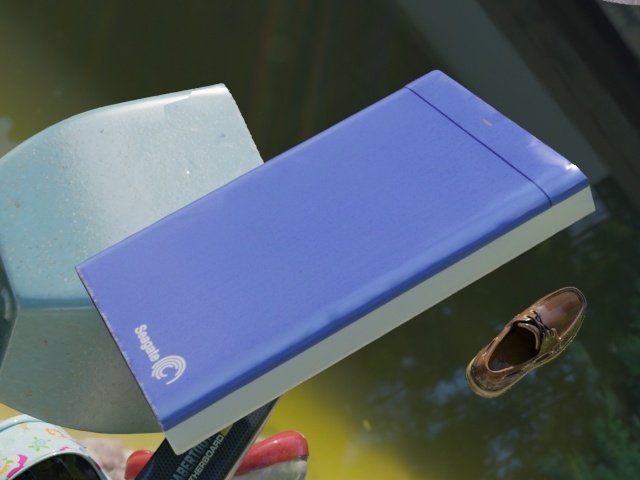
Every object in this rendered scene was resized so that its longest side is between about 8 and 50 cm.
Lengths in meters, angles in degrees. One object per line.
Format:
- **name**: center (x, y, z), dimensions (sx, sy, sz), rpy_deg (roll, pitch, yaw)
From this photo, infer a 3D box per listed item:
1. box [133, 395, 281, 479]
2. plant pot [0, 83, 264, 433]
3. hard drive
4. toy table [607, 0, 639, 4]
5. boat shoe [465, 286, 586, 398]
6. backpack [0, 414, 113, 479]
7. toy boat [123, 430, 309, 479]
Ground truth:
- **box**: center (-0.100, 0.182, 1.028), dimensions (0.059, 0.233, 0.183), rpy_deg (34, 59, 3)
- **plant pot**: center (-0.192, 0.031, 1.153), dimensions (0.252, 0.247, 0.248), rpy_deg (-7, 55, -30)
- **hard drive**: center (0.000, 0.000, 0.888), dimensions (0.210, 0.318, 0.040), rpy_deg (48, -16, 53)
- **toy table**: center (0.389, -0.376, 1.424), dimensions (0.274, 0.252, 0.161), rpy_deg (3, 70, -20)
- **boat shoe**: center (0.244, 0.112, 1.444), dimensions (0.064, 0.178, 0.060), rpy_deg (48, -21, 15)
- **backpack**: center (-0.359, 0.335, 1.525), dimensions (0.191, 0.225, 0.254), rpy_deg (34, -24, 37)
- **toy boat**: center (-0.129, 0.260, 1.593), dimensions (0.151, 0.231, 0.151), rpy_deg (53, 35, -73)
